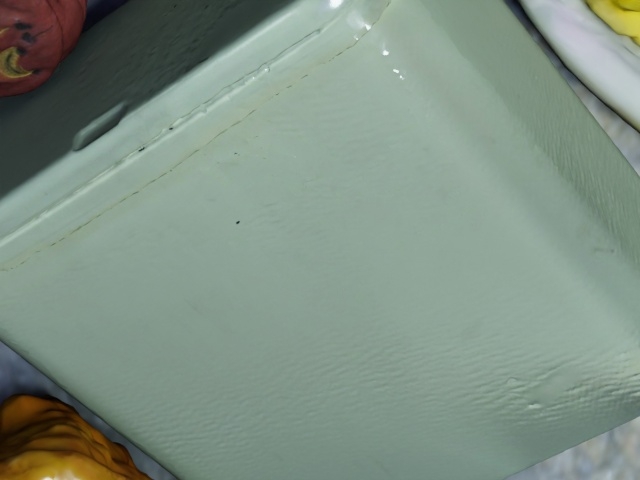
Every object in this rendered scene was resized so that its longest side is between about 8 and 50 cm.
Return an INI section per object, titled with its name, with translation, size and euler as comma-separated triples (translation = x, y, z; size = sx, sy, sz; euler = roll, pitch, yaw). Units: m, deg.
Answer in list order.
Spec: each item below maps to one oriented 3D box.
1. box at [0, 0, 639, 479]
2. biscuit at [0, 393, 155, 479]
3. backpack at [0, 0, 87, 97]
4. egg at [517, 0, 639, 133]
[box]
translation = 0.000, 0.000, 1.001
size = 0.352, 0.177, 0.344
euler = -31, 121, 27
[biscuit]
translation = -0.092, 0.220, 1.041
size = 0.312, 0.318, 0.110
euler = 38, 82, -8
[backpack]
translation = -0.238, -0.152, 0.953
size = 0.229, 0.229, 0.139
euler = 16, 70, -13
[egg]
translation = 0.323, -0.232, 0.977
size = 0.354, 0.354, 0.340
euler = 45, 73, -18
